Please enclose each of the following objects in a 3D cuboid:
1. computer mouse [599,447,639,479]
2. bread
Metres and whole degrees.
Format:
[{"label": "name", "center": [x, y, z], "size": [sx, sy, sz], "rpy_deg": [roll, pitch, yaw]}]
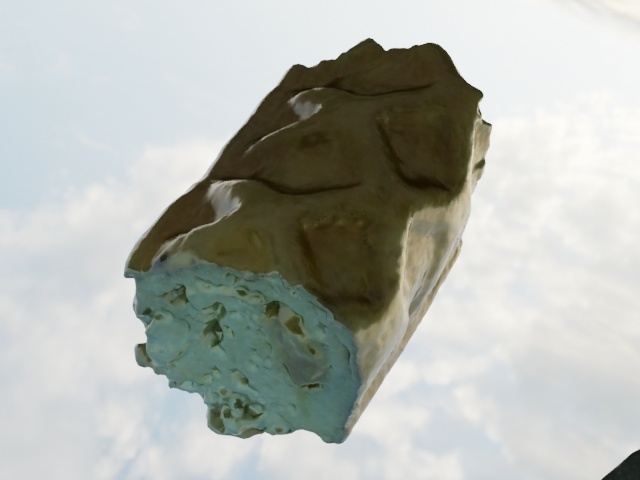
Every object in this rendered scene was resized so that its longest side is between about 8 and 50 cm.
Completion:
[{"label": "computer mouse", "center": [0.163, 0.111, 0.355], "size": [0.113, 0.229, 0.068], "rpy_deg": [51, -170, -9]}, {"label": "bread", "center": [-0.005, 0.001, 0.716], "size": [0.196, 0.239, 0.252], "rpy_deg": [23, -135, 11]}]
